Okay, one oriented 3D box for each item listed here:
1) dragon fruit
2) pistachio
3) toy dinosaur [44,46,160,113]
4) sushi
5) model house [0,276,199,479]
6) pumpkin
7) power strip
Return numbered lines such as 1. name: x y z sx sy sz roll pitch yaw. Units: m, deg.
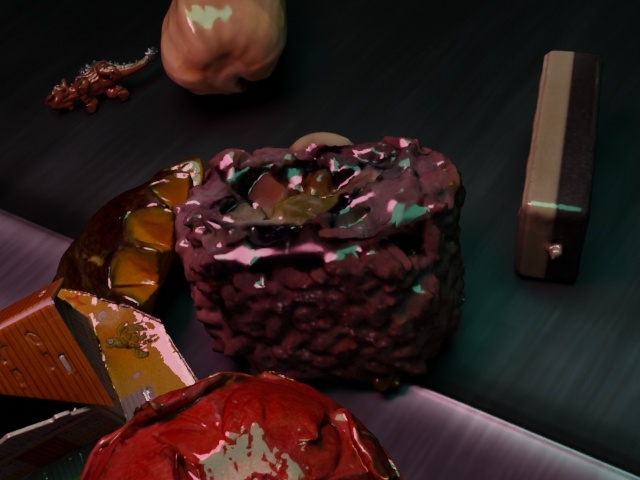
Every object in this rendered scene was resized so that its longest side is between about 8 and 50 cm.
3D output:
1. dragon fruit: -0.051 0.201 0.660 0.240 0.252 0.241 5 79 -27
2. pistachio: -0.117 -0.265 1.157 0.157 0.157 0.230 -1 40 5
3. toy dinosaur: -0.265 -0.197 1.184 0.154 0.049 0.055 -28 47 -12
4. sushi: 0.000 0.000 0.890 0.270 0.171 0.237 -2 47 11
5. model house: -0.224 0.115 0.762 0.219 0.136 0.207 -27 65 0
6. pumpkin: -0.202 0.008 0.932 0.149 0.130 0.254 8 50 13
7. power strip: 0.242 -0.078 0.980 0.070 0.105 0.257 6 48 13
